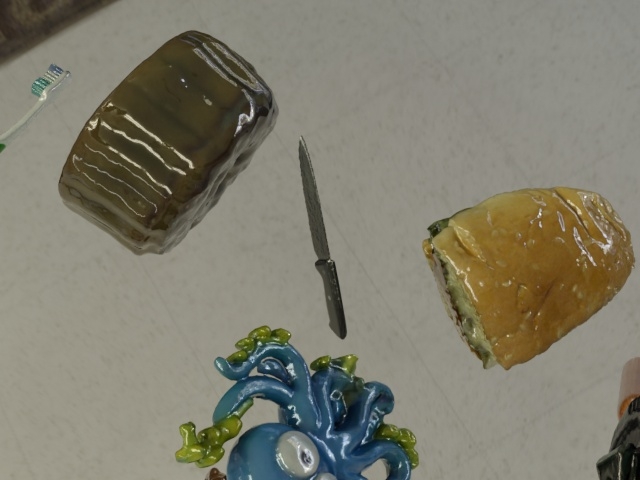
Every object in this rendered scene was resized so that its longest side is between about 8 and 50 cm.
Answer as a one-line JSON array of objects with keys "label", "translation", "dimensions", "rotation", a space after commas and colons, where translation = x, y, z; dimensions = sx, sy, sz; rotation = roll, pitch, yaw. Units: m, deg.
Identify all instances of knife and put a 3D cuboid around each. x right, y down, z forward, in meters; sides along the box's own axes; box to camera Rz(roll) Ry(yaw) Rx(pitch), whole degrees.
[{"label": "knife", "translation": [0.000, 0.000, 0.853], "dimensions": [0.010, 0.170, 0.023], "rotation": [-26, 29, -31]}]

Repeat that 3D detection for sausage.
[{"label": "sausage", "translation": [0.432, 0.207, 1.526], "dimensions": [0.053, 0.348, 0.053], "rotation": [1, 95, 16]}]

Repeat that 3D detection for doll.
[{"label": "doll", "translation": [0.006, 0.254, 1.290], "dimensions": [0.099, 0.341, 0.346], "rotation": [-21, 102, 39]}]

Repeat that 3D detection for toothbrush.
[{"label": "toothbrush", "translation": [-0.510, -0.111, 1.657], "dimensions": [0.040, 0.042, 0.418], "rotation": [30, 66, 14]}]

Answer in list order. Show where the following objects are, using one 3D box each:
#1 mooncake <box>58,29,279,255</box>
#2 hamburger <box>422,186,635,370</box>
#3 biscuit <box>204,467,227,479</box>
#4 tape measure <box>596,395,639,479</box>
[{"label": "mooncake", "translation": [-0.184, -0.118, 1.435], "dimensions": [0.161, 0.290, 0.290], "rotation": [39, 77, 2]}, {"label": "hamburger", "translation": [0.217, 0.019, 1.109], "dimensions": [0.208, 0.155, 0.135], "rotation": [-22, 34, -4]}, {"label": "biscuit", "translation": [-0.154, 0.457, 1.441], "dimensions": [0.081, 0.289, 0.334], "rotation": [19, 43, -11]}, {"label": "tape measure", "translation": [0.248, 0.197, 0.791], "dimensions": [0.112, 0.199, 0.186], "rotation": [17, 63, -1]}]
